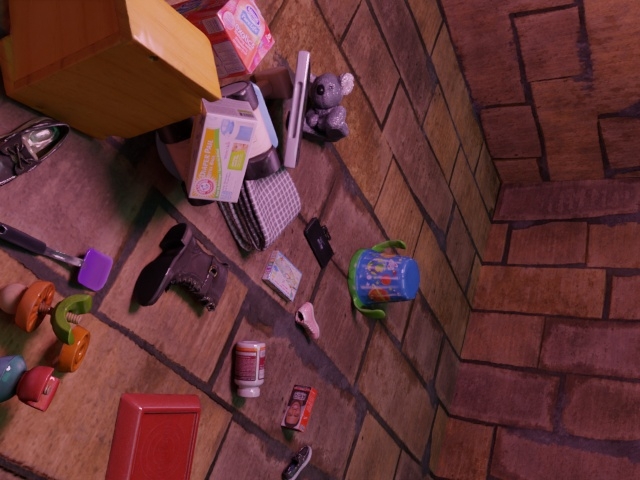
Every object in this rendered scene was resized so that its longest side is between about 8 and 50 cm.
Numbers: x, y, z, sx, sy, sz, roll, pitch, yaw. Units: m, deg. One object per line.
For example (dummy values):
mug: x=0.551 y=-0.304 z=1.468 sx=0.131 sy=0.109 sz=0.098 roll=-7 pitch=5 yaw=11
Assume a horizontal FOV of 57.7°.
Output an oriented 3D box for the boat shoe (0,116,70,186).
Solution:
boat shoe: x=-0.573 y=-0.171 z=1.109 sx=0.223 sy=0.073 sz=0.080 roll=-55 pitch=134 yaw=-42

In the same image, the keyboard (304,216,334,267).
keyboard: x=0.000 y=0.000 z=2.051 sx=0.108 sy=0.023 sz=0.180 roll=-54 pitch=134 yaw=-34

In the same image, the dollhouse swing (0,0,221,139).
dollhouse swing: x=-0.408 y=-0.421 z=1.131 sx=0.315 sy=0.346 sz=0.305 roll=26 pitch=58 yaw=-55

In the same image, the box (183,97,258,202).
box: x=-0.221 y=-0.195 z=1.257 sx=0.114 sy=0.103 sz=0.203 roll=4 pitch=124 yaw=-24

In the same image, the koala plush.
koala plush: x=0.016 y=-0.455 z=1.939 sx=0.203 sy=0.196 sz=0.221 roll=15 pitch=77 yaw=-68

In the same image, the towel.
towel: x=-0.176 y=-0.141 z=1.685 sx=0.235 sy=0.121 sz=0.284 roll=-51 pitch=131 yaw=-45

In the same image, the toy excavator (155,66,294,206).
toy excavator: x=-0.231 y=-0.330 z=1.533 sx=0.432 sy=0.445 sz=0.222 roll=-25 pitch=121 yaw=-10

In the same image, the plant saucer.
plant saucer: x=-0.393 y=0.510 z=1.419 sx=0.259 sy=0.047 sz=0.259 roll=24 pitch=70 yaw=-54

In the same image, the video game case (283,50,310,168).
video game case: x=-0.065 y=-0.359 z=1.651 sx=0.329 sy=0.036 sz=0.300 roll=-92 pitch=-170 yaw=-81

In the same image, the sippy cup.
sippy cup: x=0.258 y=0.146 z=2.267 sx=0.240 sy=0.224 sz=0.306 roll=3 pitch=87 yaw=-58

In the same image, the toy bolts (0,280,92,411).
toy bolts: x=-0.564 y=0.210 z=1.120 sx=0.218 sy=0.158 sz=0.229 roll=115 pitch=-8 yaw=-52

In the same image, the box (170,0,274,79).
box: x=-0.281 y=-0.466 z=1.354 sx=0.154 sy=0.299 sz=0.142 roll=60 pitch=43 yaw=-37

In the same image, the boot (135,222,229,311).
boot: x=-0.331 y=0.108 z=1.474 sx=0.229 sy=0.091 sz=0.263 roll=57 pitch=43 yaw=-39

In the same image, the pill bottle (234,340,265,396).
pill bottle: x=-0.204 y=0.370 z=1.675 sx=0.086 sy=0.086 sz=0.152 roll=9 pitch=83 yaw=-57

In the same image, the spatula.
spatula: x=-0.545 y=0.028 z=1.194 sx=0.296 sy=0.030 sz=0.084 roll=36 pitch=63 yaw=-52

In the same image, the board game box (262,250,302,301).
board game box: x=-0.120 y=0.115 z=1.858 sx=0.154 sy=0.026 sz=0.103 roll=49 pitch=51 yaw=-46

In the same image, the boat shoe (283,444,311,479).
boat shoe: x=-0.075 y=0.729 z=1.913 sx=0.142 sy=0.049 sz=0.040 roll=-49 pitch=129 yaw=-43

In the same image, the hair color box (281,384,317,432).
hair color box: x=-0.069 y=0.549 z=1.899 sx=0.043 sy=0.072 sz=0.141 roll=51 pitch=49 yaw=-45

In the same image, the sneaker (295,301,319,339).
sneaker: x=-0.048 y=0.282 z=1.952 sx=0.070 sy=0.051 sz=0.134 roll=-30 pitch=111 yaw=-52
